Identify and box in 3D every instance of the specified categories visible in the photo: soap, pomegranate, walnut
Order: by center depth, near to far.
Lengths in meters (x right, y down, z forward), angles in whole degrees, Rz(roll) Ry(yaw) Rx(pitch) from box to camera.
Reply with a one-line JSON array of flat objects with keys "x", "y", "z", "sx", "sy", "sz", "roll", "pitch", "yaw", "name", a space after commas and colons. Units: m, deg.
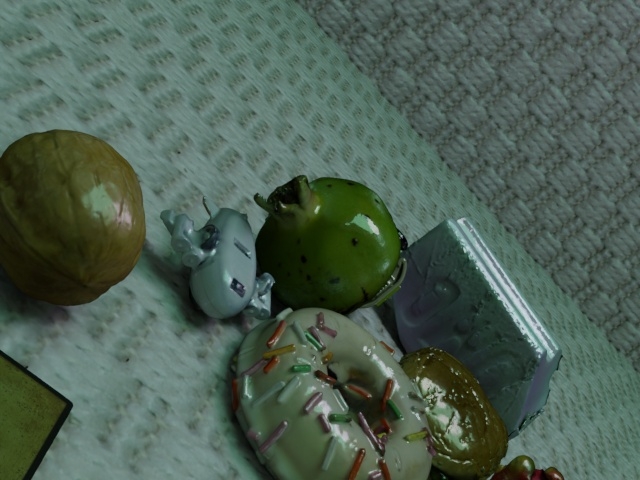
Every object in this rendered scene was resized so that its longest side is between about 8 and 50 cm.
[{"x": -0.313, "y": -0.029, "z": 0.941, "sx": 0.195, "sy": 0.195, "sz": 0.222, "roll": 19, "pitch": 37, "yaw": -49, "name": "walnut"}, {"x": 0.000, "y": 0.000, "z": 1.334, "sx": 0.341, "sy": 0.260, "sz": 0.260, "roll": 45, "pitch": 19, "yaw": -50, "name": "pomegranate"}, {"x": 0.324, "y": 0.199, "z": 1.631, "sx": 0.446, "sy": 0.261, "sz": 0.156, "roll": 57, "pitch": 24, "yaw": 12, "name": "soap"}]

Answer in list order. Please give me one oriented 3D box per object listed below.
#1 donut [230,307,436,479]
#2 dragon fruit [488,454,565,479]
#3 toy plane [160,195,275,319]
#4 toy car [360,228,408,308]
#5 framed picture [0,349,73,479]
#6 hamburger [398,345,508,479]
[{"x": 0.031, "y": 0.259, "z": 1.186, "sx": 0.382, "sy": 0.142, "sz": 0.383, "roll": 39, "pitch": 25, "yaw": -22, "name": "donut"}, {"x": 0.332, "y": 0.517, "z": 1.218, "sx": 0.307, "sy": 0.243, "sz": 0.227, "roll": 59, "pitch": -13, "yaw": 30, "name": "dragon fruit"}, {"x": -0.163, "y": 0.032, "z": 1.224, "sx": 0.245, "sy": 0.117, "sz": 0.245, "roll": 48, "pitch": 24, "yaw": -30, "name": "toy plane"}, {"x": 0.058, "y": 0.019, "z": 1.580, "sx": 0.248, "sy": 0.204, "sz": 0.198, "roll": 51, "pitch": 0, "yaw": 1, "name": "toy car"}, {"x": -0.420, "y": 0.143, "z": 0.728, "sx": 0.338, "sy": 0.014, "sz": 0.255, "roll": 43, "pitch": 24, "yaw": -15, "name": "framed picture"}, {"x": 0.242, "y": 0.338, "z": 1.446, "sx": 0.285, "sy": 0.134, "sz": 0.265, "roll": 53, "pitch": 22, "yaw": 14, "name": "hamburger"}]
